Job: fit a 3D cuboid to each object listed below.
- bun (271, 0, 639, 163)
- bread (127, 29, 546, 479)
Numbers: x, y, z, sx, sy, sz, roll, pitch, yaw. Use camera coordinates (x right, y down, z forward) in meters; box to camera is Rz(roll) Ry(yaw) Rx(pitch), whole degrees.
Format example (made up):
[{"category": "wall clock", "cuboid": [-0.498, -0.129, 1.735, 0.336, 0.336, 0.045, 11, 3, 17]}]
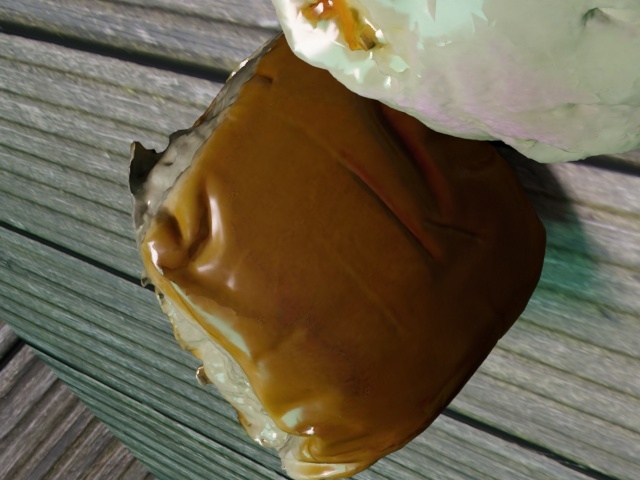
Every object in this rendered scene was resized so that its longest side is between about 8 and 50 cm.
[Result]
[{"category": "bun", "cuboid": [0.069, -0.138, 0.752, 0.293, 0.187, 0.293, 33, 161, 13]}, {"category": "bread", "cuboid": [0.000, 0.000, 1.124, 0.279, 0.250, 0.225, 51, 163, -25]}]
